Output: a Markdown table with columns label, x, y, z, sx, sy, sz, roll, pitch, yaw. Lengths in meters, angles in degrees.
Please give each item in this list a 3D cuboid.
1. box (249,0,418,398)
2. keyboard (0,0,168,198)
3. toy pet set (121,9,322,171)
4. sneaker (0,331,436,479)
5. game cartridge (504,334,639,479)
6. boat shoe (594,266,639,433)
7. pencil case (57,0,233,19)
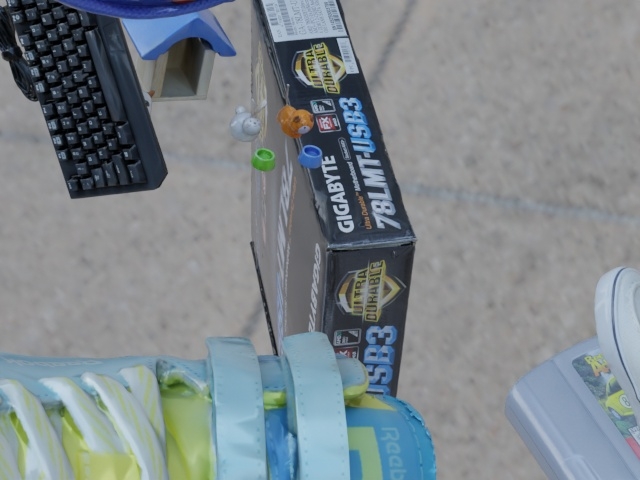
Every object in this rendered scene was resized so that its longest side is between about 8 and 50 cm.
| label | x | y | z | sx | sy | sz | roll | pitch | yaw |
| --- | --- | --- | --- | --- | --- | --- | --- | --- | --- |
| box | 0.000 | 0.000 | 1.485 | 0.073 | 0.295 | 0.293 | -5 | 47 | -8 |
| keyboard | -0.154 | -0.110 | 1.118 | 0.108 | 0.180 | 0.023 | -3 | 19 | 43 |
| toy pet set | -0.066 | -0.100 | 1.177 | 0.122 | 0.065 | 0.114 | -5 | 42 | -24 |
| sneaker | -0.074 | 0.074 | 0.650 | 0.208 | 0.319 | 0.127 | -4 | 81 | 12 |
| game cartridge | 0.355 | 0.176 | 2.070 | 0.294 | 0.060 | 0.196 | -16 | 46 | -21 |
| boat shoe | 0.136 | 0.055 | 0.742 | 0.035 | 0.035 | 0.100 | -26 | 76 | 46 |
| pencil case | -0.079 | -0.228 | 0.670 | 0.119 | 0.133 | 0.306 | -20 | 73 | 22 |
